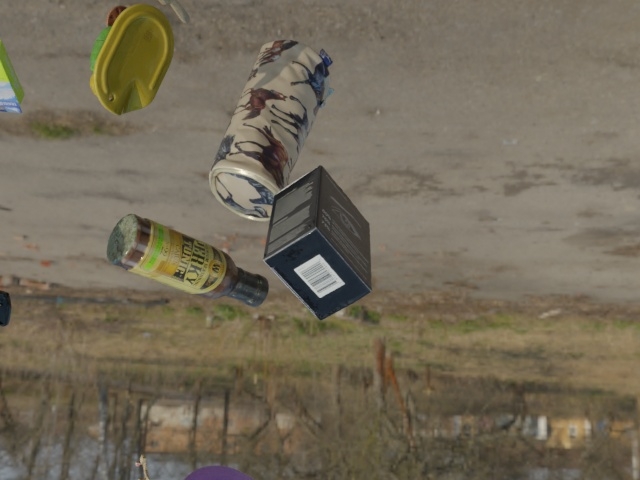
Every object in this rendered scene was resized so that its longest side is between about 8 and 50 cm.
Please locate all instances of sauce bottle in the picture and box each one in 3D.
[{"bbox_3d":[-0.255,0.051,1.512,0.344,0.111,0.111,23,157,-38],"label":"sauce bottle"}]

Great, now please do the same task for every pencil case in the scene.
[{"bbox_3d":[-0.092,-0.224,1.513,0.183,0.410,0.160,25,145,-11],"label":"pencil case"}]

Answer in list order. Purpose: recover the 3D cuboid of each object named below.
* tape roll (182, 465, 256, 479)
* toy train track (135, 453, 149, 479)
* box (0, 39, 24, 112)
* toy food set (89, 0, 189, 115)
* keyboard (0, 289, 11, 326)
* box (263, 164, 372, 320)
[{"bbox_3d":[-0.157,0.517,1.236,0.090,0.275,0.274,-45,145,22],"label":"tape roll"},{"bbox_3d":[-0.238,0.325,1.002,0.014,0.083,0.048,-8,-157,-19],"label":"toy train track"},{"bbox_3d":[-0.717,-0.356,1.618,0.109,0.042,0.178,5,145,2],"label":"box"},{"bbox_3d":[-0.302,-0.305,1.181,0.071,0.218,0.128,20,171,33],"label":"toy food set"},{"bbox_3d":[-0.583,0.069,1.191,0.192,0.038,0.100,17,124,-7],"label":"keyboard"},{"bbox_3d":[0.000,0.000,1.240,0.108,0.207,0.153,-31,116,21],"label":"box"}]
